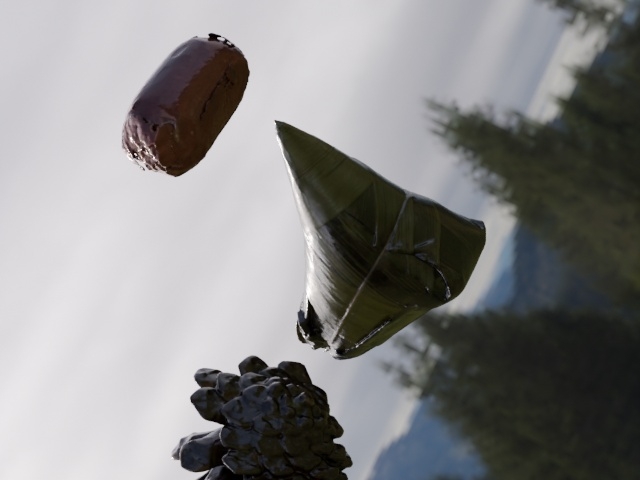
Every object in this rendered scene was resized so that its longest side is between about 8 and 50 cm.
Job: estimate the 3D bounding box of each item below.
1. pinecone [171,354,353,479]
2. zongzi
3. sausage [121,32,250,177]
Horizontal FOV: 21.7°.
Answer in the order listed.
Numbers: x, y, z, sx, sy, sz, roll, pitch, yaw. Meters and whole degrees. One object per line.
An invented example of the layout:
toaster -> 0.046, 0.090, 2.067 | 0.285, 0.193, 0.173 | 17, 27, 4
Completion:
pinecone -> -0.065, 0.252, 1.865 | 0.229, 0.202, 0.201 | -95, 3, -50
zongzi -> 0.000, 0.000, 2.046 | 0.289, 0.317, 0.154 | -38, 22, 43
sausage -> -0.107, -0.110, 1.335 | 0.141, 0.076, 0.076 | -56, -12, -38
